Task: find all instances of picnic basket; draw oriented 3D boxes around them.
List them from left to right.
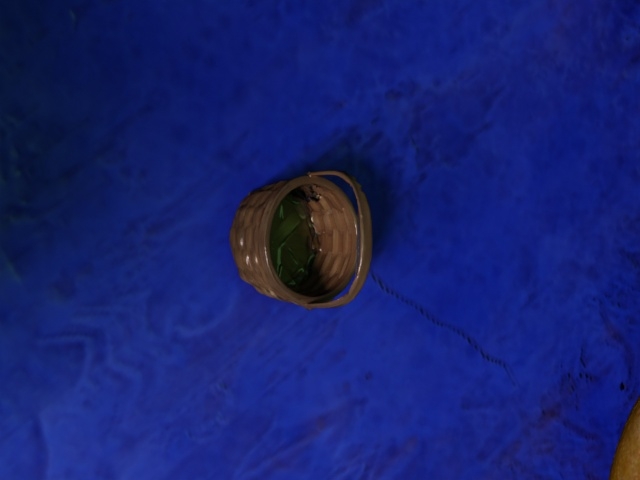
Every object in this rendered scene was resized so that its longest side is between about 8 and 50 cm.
[{"bbox_3d":[0.000,0.000,0.929,0.072,0.083,0.072,2,87,-35],"label":"picnic basket"}]

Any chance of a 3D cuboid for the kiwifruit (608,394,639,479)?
[{"bbox_3d":[0.264,0.172,1.054,0.196,0.196,0.234,9,83,-36],"label":"kiwifruit"}]
